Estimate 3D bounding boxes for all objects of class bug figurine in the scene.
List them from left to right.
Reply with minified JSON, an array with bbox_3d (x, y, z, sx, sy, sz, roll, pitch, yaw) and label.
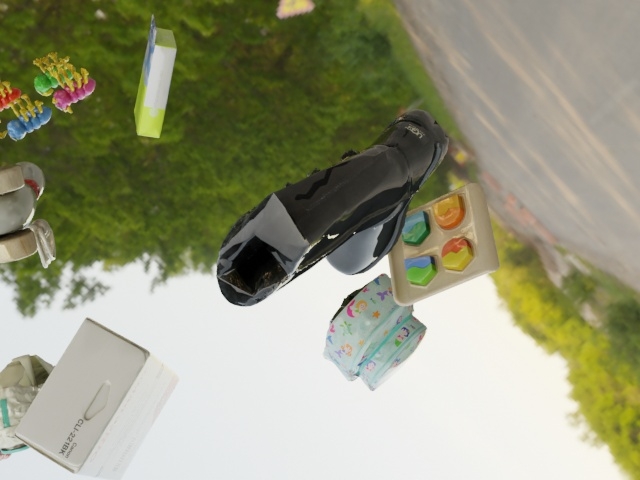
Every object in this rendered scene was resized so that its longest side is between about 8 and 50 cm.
[{"bbox_3d":[-0.544,-0.272,1.821,0.279,0.216,0.072,31,149,51],"label":"bug figurine"}]

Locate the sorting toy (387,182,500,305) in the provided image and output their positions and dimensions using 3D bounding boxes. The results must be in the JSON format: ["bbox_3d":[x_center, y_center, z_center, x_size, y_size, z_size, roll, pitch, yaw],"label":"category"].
[{"bbox_3d":[0.216,0.004,1.763,0.038,0.208,0.193,37,-141,-47],"label":"sorting toy"}]

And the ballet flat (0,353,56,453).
[{"bbox_3d":[-0.551,0.284,1.816,0.147,0.147,0.409,44,175,-9],"label":"ballet flat"}]

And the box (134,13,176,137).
[{"bbox_3d":[-0.274,-0.274,1.586,0.042,0.178,0.109,8,-155,-18],"label":"box"}]

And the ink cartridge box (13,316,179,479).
[{"bbox_3d":[-0.330,0.249,1.451,0.114,0.197,0.273,28,166,8],"label":"ink cartridge box"}]

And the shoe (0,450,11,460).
[{"bbox_3d":[-0.772,0.429,2.198,0.178,0.063,0.081,62,-173,11],"label":"shoe"}]

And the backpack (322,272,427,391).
[{"bbox_3d":[0.117,0.197,2.083,0.191,0.225,0.253,40,162,21],"label":"backpack"}]

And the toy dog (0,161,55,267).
[{"bbox_3d":[-0.571,-0.059,1.651,0.334,0.161,0.220,144,118,-81],"label":"toy dog"}]

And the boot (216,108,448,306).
[{"bbox_3d":[0.000,-0.002,1.525,0.146,0.367,0.445,36,-141,12],"label":"boot"}]
